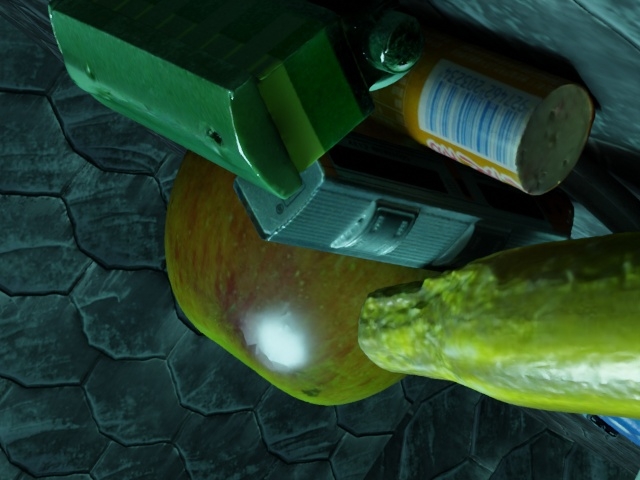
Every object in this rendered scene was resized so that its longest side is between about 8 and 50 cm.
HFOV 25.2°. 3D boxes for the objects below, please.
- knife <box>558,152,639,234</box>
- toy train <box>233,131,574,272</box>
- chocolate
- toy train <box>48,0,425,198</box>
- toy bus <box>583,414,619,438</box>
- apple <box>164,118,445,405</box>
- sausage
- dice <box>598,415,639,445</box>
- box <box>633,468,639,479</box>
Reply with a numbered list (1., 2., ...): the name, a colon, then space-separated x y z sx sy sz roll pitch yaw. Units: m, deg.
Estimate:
1. knife: 0.218 -0.050 1.215 0.278 0.053 0.123 39 163 14
2. toy train: 0.100 -0.021 1.256 0.409 0.086 0.089 12 -138 -47
3. chocolate: 0.201 0.063 1.144 0.445 0.162 0.162 -3 147 47
4. toy train: -0.059 -0.157 1.103 0.301 0.202 0.120 28 153 45
5. toy bus: 0.391 0.191 1.892 0.060 0.123 0.075 37 177 -22
6. apple: 0.000 0.000 1.488 0.339 0.339 0.339 34 174 4
7. sausage: 0.074 -0.132 1.169 0.312 0.093 0.093 29 172 41
8. dice: 0.370 0.148 1.569 0.146 0.143 0.146 37 175 3
9. box: 0.447 0.275 1.185 0.396 0.396 0.111 32 -146 19
